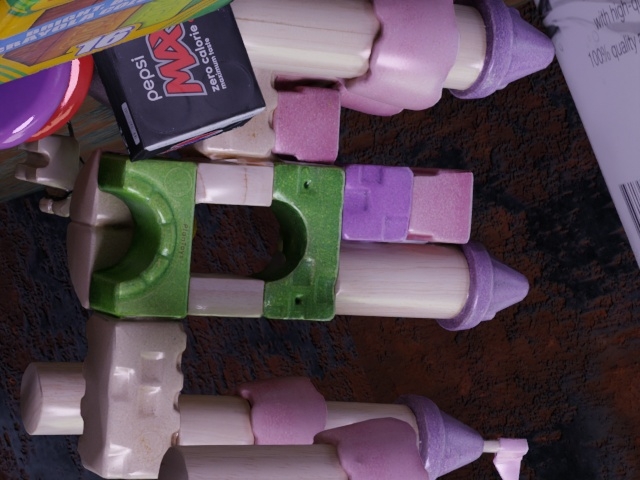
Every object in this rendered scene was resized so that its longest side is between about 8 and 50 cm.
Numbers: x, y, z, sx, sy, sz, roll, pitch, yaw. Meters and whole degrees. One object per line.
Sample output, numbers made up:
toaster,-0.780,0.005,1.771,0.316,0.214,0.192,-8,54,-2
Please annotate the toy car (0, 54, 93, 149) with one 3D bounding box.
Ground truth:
toy car,-0.168,-0.109,0.855,0.159,0.136,0.182,-20,-179,8

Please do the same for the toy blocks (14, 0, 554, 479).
toy blocks,0.000,0.000,0.973,0.260,0.289,0.309,2,-177,-27

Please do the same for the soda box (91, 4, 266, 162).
soda box,-0.080,-0.122,0.753,0.060,0.169,0.053,-20,-179,-13

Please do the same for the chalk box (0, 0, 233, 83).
chalk box,-0.069,-0.144,0.575,0.132,0.132,0.213,-21,-179,-24

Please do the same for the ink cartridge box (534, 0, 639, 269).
ink cartridge box,0.224,-0.117,0.786,0.166,0.395,0.285,-23,-178,-14
